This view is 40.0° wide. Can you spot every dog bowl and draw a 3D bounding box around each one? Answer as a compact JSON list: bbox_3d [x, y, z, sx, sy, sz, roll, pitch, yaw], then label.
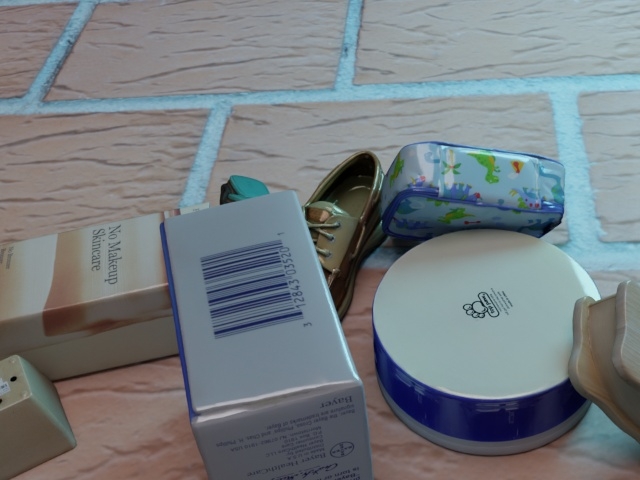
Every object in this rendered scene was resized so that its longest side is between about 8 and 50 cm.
[{"bbox_3d":[0.193,0.110,1.028,0.265,0.104,0.265,-5,43,5],"label":"dog bowl"}]

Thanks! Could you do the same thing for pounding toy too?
[{"bbox_3d":[0.398,0.138,0.890,0.269,0.155,0.154,41,57,-8],"label":"pounding toy"}]

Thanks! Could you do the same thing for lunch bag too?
[{"bbox_3d":[0.191,-0.050,1.127,0.219,0.176,0.090,7,72,-8],"label":"lunch bag"}]

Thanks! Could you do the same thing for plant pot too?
[{"bbox_3d":[-0.367,0.201,1.036,0.109,0.096,0.109,-24,45,-15],"label":"plant pot"}]

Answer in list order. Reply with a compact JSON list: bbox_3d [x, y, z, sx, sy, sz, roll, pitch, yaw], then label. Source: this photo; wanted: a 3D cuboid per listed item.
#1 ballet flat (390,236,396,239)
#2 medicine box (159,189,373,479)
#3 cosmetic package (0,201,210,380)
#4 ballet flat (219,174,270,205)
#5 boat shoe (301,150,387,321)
[{"bbox_3d":[0.160,-0.052,1.242,0.052,0.057,0.168,29,55,23],"label":"ballet flat"},{"bbox_3d":[-0.051,0.148,0.896,0.149,0.289,0.263,-13,43,-7],"label":"medicine box"},{"bbox_3d":[-0.269,0.068,1.134,0.296,0.129,0.153,-13,42,-4],"label":"cosmetic package"},{"bbox_3d":[-0.092,-0.021,1.163,0.095,0.096,0.280,14,8,-9],"label":"ballet flat"},{"bbox_3d":[0.000,0.000,1.165,0.123,0.120,0.324,13,47,22],"label":"boat shoe"}]
